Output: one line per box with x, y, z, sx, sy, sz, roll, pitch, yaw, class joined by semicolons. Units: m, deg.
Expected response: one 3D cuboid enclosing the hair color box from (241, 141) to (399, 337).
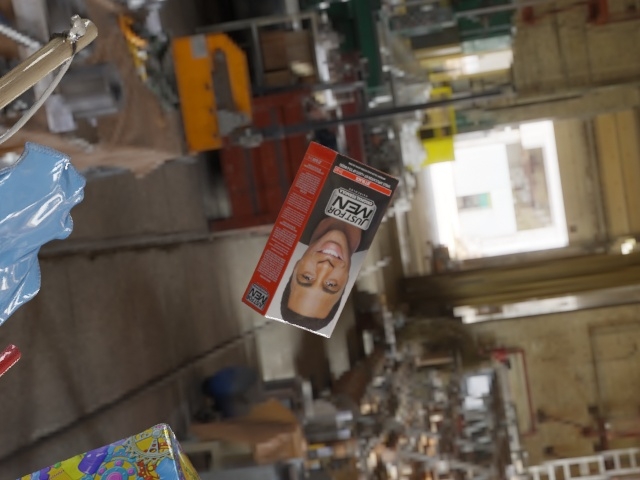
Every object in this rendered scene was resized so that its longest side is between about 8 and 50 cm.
0.000;0.000;0.966;0.043;0.072;0.141;30;-83;54;hair color box

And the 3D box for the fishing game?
-0.158;0.035;0.425;0.189;0.041;0.264;-47;175;-30;fishing game

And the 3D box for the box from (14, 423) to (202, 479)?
-0.180;0.316;0.766;0.177;0.290;0.279;70;0;-49;box
